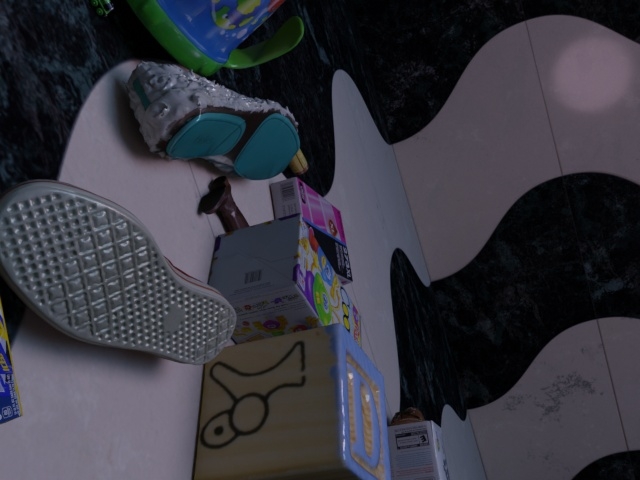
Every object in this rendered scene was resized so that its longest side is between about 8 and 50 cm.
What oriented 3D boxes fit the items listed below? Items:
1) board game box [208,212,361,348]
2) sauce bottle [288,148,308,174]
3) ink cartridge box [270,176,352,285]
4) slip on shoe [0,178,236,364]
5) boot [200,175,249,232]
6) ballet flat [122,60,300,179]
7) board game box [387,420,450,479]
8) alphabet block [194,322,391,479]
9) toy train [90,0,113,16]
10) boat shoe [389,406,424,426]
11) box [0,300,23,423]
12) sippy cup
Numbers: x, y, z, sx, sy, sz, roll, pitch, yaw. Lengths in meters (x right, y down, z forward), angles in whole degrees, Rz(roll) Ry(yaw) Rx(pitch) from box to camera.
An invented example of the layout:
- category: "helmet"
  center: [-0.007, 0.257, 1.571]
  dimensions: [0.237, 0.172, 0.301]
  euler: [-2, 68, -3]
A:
- category: "board game box"
  center: [-0.044, 0.112, 1.001]
  dimensions: [0.142, 0.144, 0.275]
  euler: [-88, 158, -43]
- category: "sauce bottle"
  center: [-0.066, -0.197, 1.358]
  dimensions: [0.042, 0.042, 0.128]
  euler: [-86, 157, -46]
- category: "ink cartridge box"
  center: [0.000, 0.000, 1.385]
  dimensions: [0.371, 0.069, 0.175]
  euler: [34, 44, -69]
- category: "slip on shoe"
  center: [-0.202, 0.041, 0.636]
  dimensions: [0.123, 0.101, 0.331]
  euler: [-58, 150, -9]
- category: "boot"
  center: [-0.143, -0.030, 0.995]
  dimensions: [0.106, 0.037, 0.114]
  euler: [-74, 151, -55]
- category: "ballet flat"
  center: [-0.148, -0.186, 0.958]
  dimensions: [0.409, 0.147, 0.146]
  euler: [2, 75, -74]
- category: "board game box"
  center: [0.113, 0.477, 1.072]
  dimensions: [0.097, 0.224, 0.303]
  euler: [50, 31, -60]
- category: "alphabet block"
  center: [-0.030, 0.246, 0.848]
  dimensions: [0.193, 0.197, 0.192]
  euler: [57, 26, -47]
- category: "toy train"
  center: [-0.284, -0.320, 0.790]
  dimensions: [0.017, 0.024, 0.083]
  euler: [-82, 152, -52]
- category: "boat shoe"
  center: [0.218, 0.484, 1.628]
  dimensions: [0.307, 0.111, 0.104]
  euler: [66, 13, -61]
- category: "box"
  center: [-0.273, 0.057, 0.464]
  dimensions: [0.059, 0.054, 0.168]
  euler: [0, 76, -73]
- category: "sippy cup"
  center: [-0.138, -0.388, 0.888]
  dimensions: [0.240, 0.224, 0.305]
  euler: [60, 17, 1]
